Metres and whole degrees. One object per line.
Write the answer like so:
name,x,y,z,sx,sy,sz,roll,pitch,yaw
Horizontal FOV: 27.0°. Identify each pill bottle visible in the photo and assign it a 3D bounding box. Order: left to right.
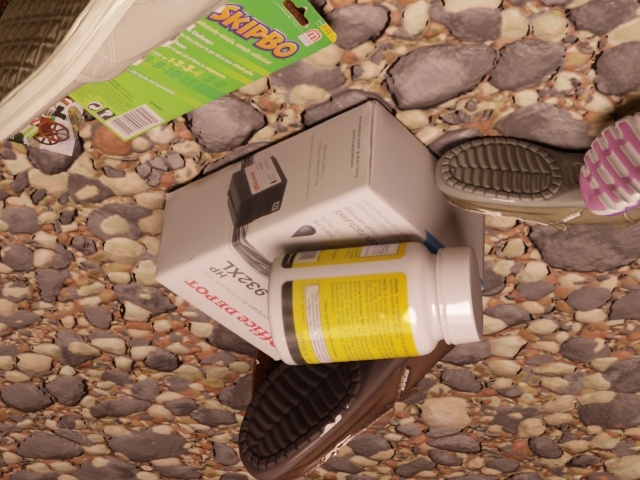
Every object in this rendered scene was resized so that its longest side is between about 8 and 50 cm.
pill bottle,0.059,0.064,1.383,0.208,0.119,0.119,-5,144,13

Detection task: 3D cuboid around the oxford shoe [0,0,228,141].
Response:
oxford shoe,-0.159,-0.220,1.167,0.130,0.169,0.449,27,127,-38

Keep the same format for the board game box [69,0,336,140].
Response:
board game box,-0.123,-0.185,1.310,0.259,0.039,0.124,-20,146,21

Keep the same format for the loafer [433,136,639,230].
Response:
loafer,0.245,-0.047,1.446,0.251,0.094,0.087,6,141,-1

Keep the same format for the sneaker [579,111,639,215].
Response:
sneaker,0.367,-0.100,1.335,0.104,0.095,0.236,20,128,-42

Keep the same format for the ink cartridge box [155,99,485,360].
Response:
ink cartridge box,0.000,0.000,1.515,0.307,0.129,0.223,-22,137,33

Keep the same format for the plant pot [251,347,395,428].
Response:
plant pot,0.009,0.180,1.758,0.165,0.167,0.167,8,146,-17

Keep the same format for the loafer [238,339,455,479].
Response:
loafer,0.062,0.171,1.616,0.366,0.134,0.130,-41,132,2

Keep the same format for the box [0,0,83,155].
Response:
box,-0.311,-0.188,1.363,0.159,0.044,0.233,13,144,-11
